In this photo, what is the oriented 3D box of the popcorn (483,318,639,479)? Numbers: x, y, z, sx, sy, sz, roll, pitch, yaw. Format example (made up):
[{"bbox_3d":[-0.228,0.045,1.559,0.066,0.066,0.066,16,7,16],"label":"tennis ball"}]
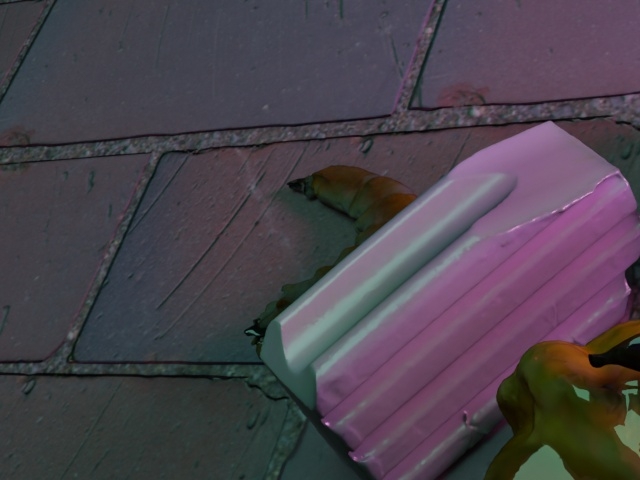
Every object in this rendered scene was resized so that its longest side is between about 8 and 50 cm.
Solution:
[{"bbox_3d":[0.253,0.202,1.157,0.297,0.281,0.316,42,94,17],"label":"popcorn"}]

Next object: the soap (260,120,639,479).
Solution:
[{"bbox_3d":[0.131,0.060,1.385,0.347,0.208,0.115,-40,42,-6],"label":"soap"}]

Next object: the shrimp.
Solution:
[{"bbox_3d":[0.027,0.004,1.608,0.185,0.068,0.287,-13,44,19],"label":"shrimp"}]
